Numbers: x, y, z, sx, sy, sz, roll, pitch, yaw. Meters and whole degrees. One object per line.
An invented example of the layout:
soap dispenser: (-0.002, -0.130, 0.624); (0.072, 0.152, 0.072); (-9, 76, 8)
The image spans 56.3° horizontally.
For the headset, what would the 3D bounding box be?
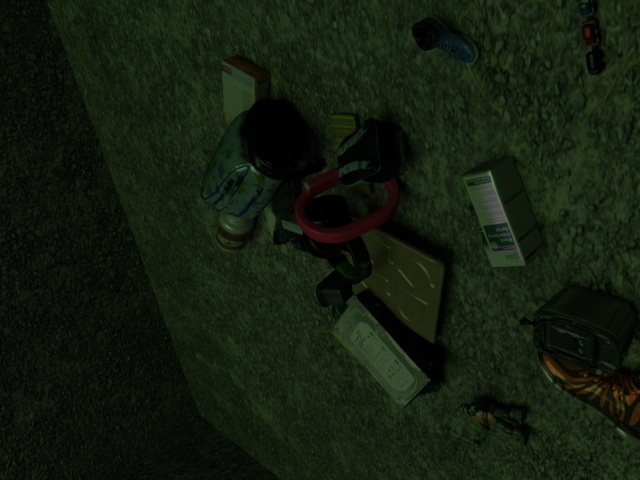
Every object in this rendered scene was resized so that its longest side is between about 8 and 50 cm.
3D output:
headset: (0.036, -0.058, 1.737); (0.394, 0.185, 0.243); (52, 162, 21)

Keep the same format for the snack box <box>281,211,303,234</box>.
snack box: (-0.044, -0.059, 1.944); (0.141, 0.100, 0.037); (20, 132, 43)

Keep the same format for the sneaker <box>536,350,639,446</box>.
sneaker: (0.665, 0.312, 1.352); (0.321, 0.124, 0.180); (36, 138, 12)

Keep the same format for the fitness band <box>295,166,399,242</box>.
fitness band: (0.072, -0.105, 1.599); (0.209, 0.291, 0.054); (55, 164, 32)

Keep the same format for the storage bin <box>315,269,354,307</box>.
storage bin: (0.065, 0.165, 1.970); (0.091, 0.135, 0.098); (-1, 116, 41)

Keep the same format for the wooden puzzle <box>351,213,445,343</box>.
wooden puzzle: (0.231, 0.104, 1.759); (0.322, 0.081, 0.347); (31, 143, 34)

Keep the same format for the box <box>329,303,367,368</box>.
box: (0.145, 0.315, 2.005); (0.201, 0.021, 0.164); (43, 111, 20)

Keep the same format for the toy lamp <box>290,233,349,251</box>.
toy lamp: (0.000, 0.000, 1.960); (0.275, 0.080, 0.080); (-3, 114, 51)

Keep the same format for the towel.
towel: (0.091, -0.247, 1.699); (0.102, 0.021, 0.237); (19, 132, 50)

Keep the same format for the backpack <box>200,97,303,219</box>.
backpack: (-0.221, -0.222, 1.841); (0.355, 0.274, 0.290); (116, 153, -55)

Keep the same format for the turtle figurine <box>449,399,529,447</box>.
turtle figurine: (0.479, 0.518, 1.738); (0.234, 0.118, 0.175); (0, 132, 35)

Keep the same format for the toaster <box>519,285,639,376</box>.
toaster: (0.577, 0.190, 1.320); (0.227, 0.146, 0.129); (18, 129, 43)

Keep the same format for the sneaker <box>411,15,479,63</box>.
sneaker: (0.261, -0.422, 1.280); (0.152, 0.085, 0.058); (46, 145, 16)

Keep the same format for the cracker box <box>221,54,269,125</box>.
cracker box: (-0.237, -0.450, 1.903); (0.156, 0.067, 0.232); (36, 141, 28)

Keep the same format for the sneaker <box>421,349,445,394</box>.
sneaker: (0.346, 0.419, 1.867); (0.106, 0.078, 0.234); (43, 145, 9)

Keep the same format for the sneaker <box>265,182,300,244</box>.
sneaker: (-0.147, -0.123, 2.024); (0.129, 0.111, 0.297); (52, 144, 38)

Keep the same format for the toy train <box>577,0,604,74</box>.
toy train: (0.485, -0.376, 1.077); (0.027, 0.036, 0.158); (6, 122, 49)

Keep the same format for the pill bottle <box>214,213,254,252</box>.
pill bottle: (-0.322, -0.065, 2.263); (0.131, 0.131, 0.229); (47, 145, 15)

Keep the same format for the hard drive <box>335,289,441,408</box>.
hard drive: (0.199, 0.340, 1.864); (0.339, 0.064, 0.236); (49, 145, 18)

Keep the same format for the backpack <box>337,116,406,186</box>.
backpack: (0.123, -0.215, 1.557); (0.173, 0.117, 0.158); (-25, 66, 51)

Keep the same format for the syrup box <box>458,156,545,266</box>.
syrup box: (0.415, -0.062, 1.367); (0.093, 0.096, 0.236); (-7, 110, 53)

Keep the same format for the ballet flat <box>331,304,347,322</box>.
ballet flat: (0.101, 0.307, 2.087); (0.203, 0.074, 0.074); (56, 147, 13)
